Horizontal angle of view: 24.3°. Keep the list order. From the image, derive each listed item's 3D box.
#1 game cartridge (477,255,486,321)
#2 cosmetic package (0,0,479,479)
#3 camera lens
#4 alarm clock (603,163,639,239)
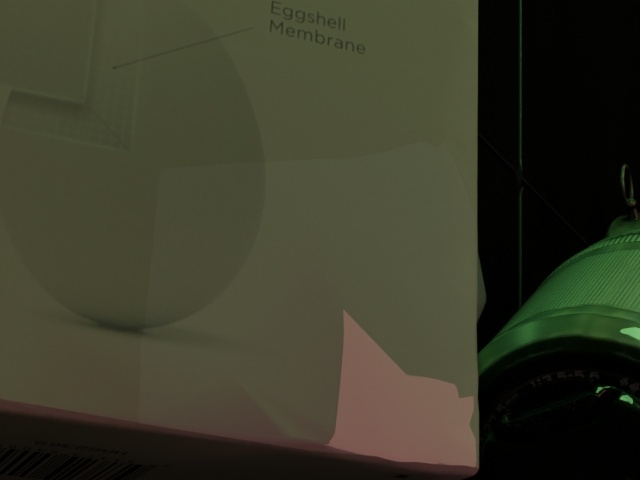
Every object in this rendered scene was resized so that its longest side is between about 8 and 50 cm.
[{"bbox_3d":[0.000,0.000,0.722,0.294,0.060,0.196,-23,99,-62],"label":"game cartridge"},{"bbox_3d":[-0.075,-0.035,0.487,0.224,0.138,0.224,11,69,-20],"label":"cosmetic package"},{"bbox_3d":[0.219,0.119,1.026,0.274,0.219,0.219,-35,114,-60],"label":"camera lens"},{"bbox_3d":[0.296,0.021,1.371,0.129,0.064,0.192,-43,122,-58],"label":"alarm clock"}]
